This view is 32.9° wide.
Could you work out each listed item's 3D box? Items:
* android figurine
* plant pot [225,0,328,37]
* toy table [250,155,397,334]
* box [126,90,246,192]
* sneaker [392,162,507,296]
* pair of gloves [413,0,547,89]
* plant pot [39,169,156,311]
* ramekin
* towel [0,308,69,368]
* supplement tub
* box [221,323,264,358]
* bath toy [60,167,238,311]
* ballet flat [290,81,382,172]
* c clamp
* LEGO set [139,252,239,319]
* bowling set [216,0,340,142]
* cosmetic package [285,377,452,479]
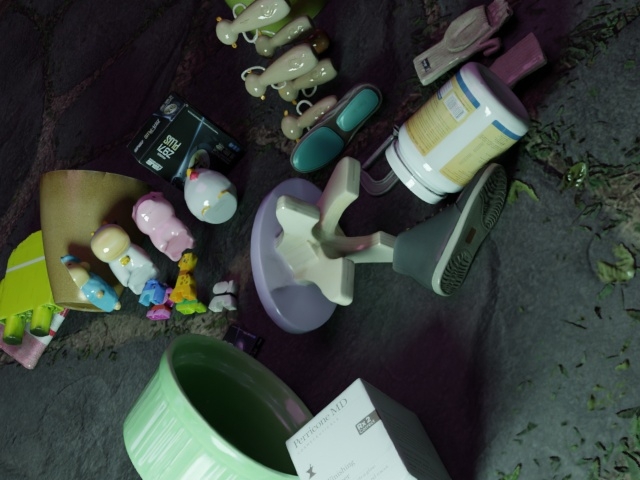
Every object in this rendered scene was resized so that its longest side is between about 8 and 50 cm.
[{"bbox_3d":[-0.608,0.088,2.332,0.248,0.056,0.273,-19,52,29],"label":"android figurine"},{"bbox_3d":[-0.143,-0.613,2.249,0.274,0.293,0.275,-23,49,30],"label":"plant pot"},{"bbox_3d":[0.000,0.000,1.750,0.161,0.252,0.274,-30,59,47],"label":"toy table"},{"bbox_3d":[-0.264,-0.182,2.150,0.147,0.180,0.077,-49,41,5],"label":"box"},{"bbox_3d":[0.195,-0.033,1.684,0.118,0.083,0.222,24,82,42],"label":"sneaker"},{"bbox_3d":[0.270,-0.298,1.838,0.204,0.042,0.240,-42,40,18],"label":"pair of gloves"},{"bbox_3d":[-0.465,0.010,2.198,0.237,0.237,0.254,-6,74,41],"label":"plant pot"},{"bbox_3d":[-0.147,0.296,1.630,0.148,0.303,0.303,-50,40,15],"label":"ramekin"},{"bbox_3d":[-0.605,0.101,2.386,0.237,0.037,0.329,21,78,47],"label":"towel"},{"bbox_3d":[0.214,-0.167,1.710,0.199,0.144,0.144,-43,41,23],"label":"supplement tub"},{"bbox_3d":[-0.143,0.188,1.904,0.083,0.018,0.067,19,77,48],"label":"box"},{"bbox_3d":[-0.322,-0.025,2.071,0.348,0.151,0.129,-38,56,-6],"label":"bath toy"},{"bbox_3d":[0.031,-0.207,1.993,0.213,0.072,0.068,-43,14,11],"label":"ballet flat"},{"bbox_3d":[0.109,-0.146,1.897,0.160,0.022,0.137,-43,42,13],"label":"c clamp"},{"bbox_3d":[-0.254,0.081,2.032,0.227,0.087,0.093,-9,58,38],"label":"LEGO set"},{"bbox_3d":[-0.059,-0.337,2.104,0.154,0.287,0.200,-25,5,20],"label":"bowling set"},{"bbox_3d":[0.075,0.324,1.504,0.151,0.151,0.184,-42,42,11],"label":"cosmetic package"}]
